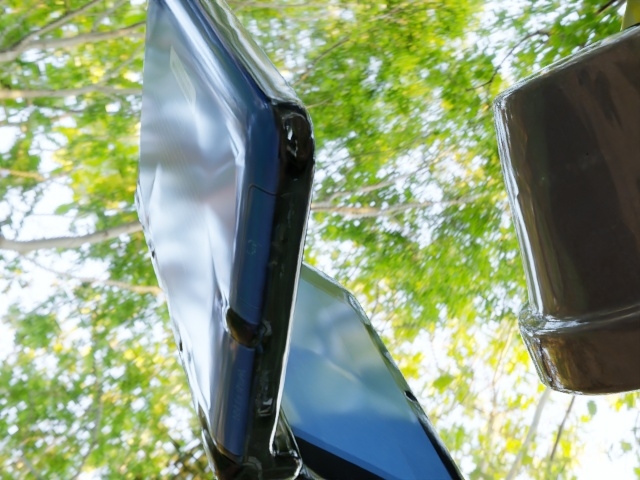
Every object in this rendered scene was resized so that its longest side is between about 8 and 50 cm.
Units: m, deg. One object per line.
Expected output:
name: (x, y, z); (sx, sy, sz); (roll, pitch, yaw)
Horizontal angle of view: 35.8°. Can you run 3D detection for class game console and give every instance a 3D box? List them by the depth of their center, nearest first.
game console: (0.000, 0.000, 0.552); (0.173, 0.293, 0.250); (-1, -62, -19)

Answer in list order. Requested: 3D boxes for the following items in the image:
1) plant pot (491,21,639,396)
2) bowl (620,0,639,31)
plant pot: (0.243, -0.039, 0.767); (0.263, 0.263, 0.229); (-25, -85, 24)
bowl: (0.375, -0.262, 0.892); (0.156, 0.289, 0.289); (16, -71, 16)
